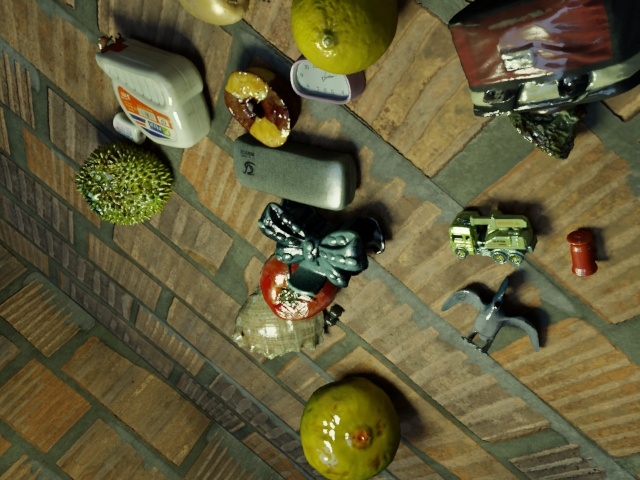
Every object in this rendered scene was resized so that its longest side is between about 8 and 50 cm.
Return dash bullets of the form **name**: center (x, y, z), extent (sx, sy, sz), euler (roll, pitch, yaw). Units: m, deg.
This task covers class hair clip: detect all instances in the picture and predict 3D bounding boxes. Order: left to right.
- **hair clip**: center (0.002, 0.006, 1.353), extent (0.310, 0.194, 0.207), euler (23, 129, 25)

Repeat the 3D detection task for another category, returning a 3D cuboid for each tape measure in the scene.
- **tape measure**: center (-0.400, -0.366, 1.355), extent (0.258, 0.130, 0.265), euler (24, 146, 26)

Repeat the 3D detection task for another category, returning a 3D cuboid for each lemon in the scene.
- **lemon**: center (0.039, -0.367, 0.903), extent (0.178, 0.203, 0.179), euler (10, 134, 11)

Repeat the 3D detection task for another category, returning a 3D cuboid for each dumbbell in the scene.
- **dumbbell**: center (0.039, 0.228, 1.651), extent (0.036, 0.040, 0.083), euler (62, 151, 26)

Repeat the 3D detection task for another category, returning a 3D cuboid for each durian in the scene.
- **durian**: center (-0.587, -0.172, 1.654), extent (0.290, 0.225, 0.292), euler (0, 118, 1)

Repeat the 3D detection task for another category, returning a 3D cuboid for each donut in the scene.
- **donut**: center (-0.125, -0.304, 1.216), extent (0.184, 0.073, 0.166), euler (34, 144, 11)

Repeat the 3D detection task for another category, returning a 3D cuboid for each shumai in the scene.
- **shumai**: center (0.373, -0.198, 0.880), extent (0.123, 0.099, 0.087), euler (37, 127, 2)

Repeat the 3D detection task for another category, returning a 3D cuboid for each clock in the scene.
- **clock**: center (0.009, -0.334, 1.084), extent (0.152, 0.050, 0.110), euler (18, 138, 27)

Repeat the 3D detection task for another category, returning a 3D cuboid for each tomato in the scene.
- **tomato**: center (-0.069, 0.136, 1.530), extent (0.227, 0.101, 0.228), euler (4, 115, 8)

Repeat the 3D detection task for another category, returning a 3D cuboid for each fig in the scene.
- **fig**: center (0.092, 0.599, 1.770), extent (0.343, 0.343, 0.344), euler (24, 141, 21)

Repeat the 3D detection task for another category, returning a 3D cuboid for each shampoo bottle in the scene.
- **shampoo bottle**: center (-0.562, -0.332, 1.599), extent (0.099, 0.043, 0.072), euler (31, 145, 14)

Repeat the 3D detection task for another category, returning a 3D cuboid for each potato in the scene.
- **potato**: center (-0.216, -0.488, 1.079), extent (0.178, 0.118, 0.110), euler (29, 109, 37)

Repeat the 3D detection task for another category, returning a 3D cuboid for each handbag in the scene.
- **handbag**: center (0.319, -0.270, 0.771), extent (0.254, 0.181, 0.182), euler (0, 126, 45)

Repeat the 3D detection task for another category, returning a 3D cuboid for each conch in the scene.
- **conch**: center (-0.142, 0.258, 1.707), extent (0.296, 0.210, 0.353), euler (14, 138, 20)

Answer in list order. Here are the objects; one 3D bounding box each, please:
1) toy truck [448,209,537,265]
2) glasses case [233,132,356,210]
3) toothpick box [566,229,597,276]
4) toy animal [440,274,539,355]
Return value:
- **toy truck**: center (0.342, -0.017, 1.096), extent (0.168, 0.077, 0.100), euler (8, 136, 38)
- **glasses case**: center (-0.066, -0.165, 1.291), extent (0.322, 0.074, 0.131), euler (17, 123, 29)
- **toothpick box**: center (0.493, 0.022, 1.028), extent (0.047, 0.047, 0.083), euler (4, 129, 39)
- **toy animal**: center (0.400, 0.180, 1.253), extent (0.239, 0.176, 0.255), euler (30, 177, 19)
